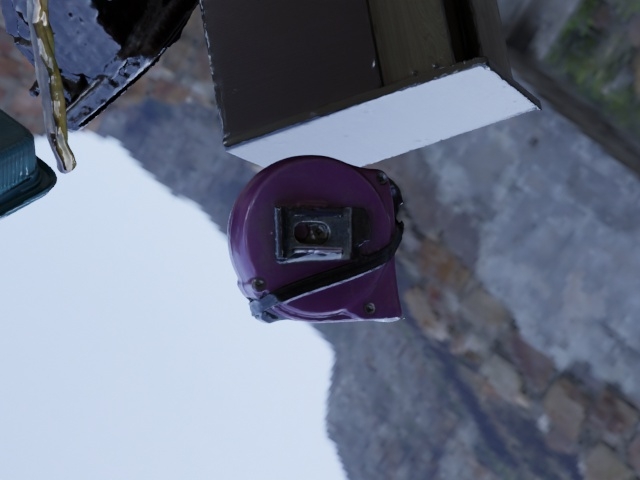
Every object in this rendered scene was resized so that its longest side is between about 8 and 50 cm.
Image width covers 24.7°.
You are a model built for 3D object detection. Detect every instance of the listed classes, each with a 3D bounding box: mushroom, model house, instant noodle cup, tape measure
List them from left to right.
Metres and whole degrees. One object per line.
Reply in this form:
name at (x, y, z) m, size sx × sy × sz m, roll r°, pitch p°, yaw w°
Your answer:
instant noodle cup at (-0.363, -0.081, 1.416) m, size 0.157 × 0.070 × 0.179 m, roll 36°, pitch -134°, yaw 19°
mushroom at (-0.149, -0.153, 0.747) m, size 0.026 × 0.286 × 0.028 m, roll 1°, pitch -146°, yaw 7°
model house at (-0.182, -0.218, 1.185) m, size 0.164 × 0.141 × 0.203 m, roll 47°, pitch -135°, yaw -22°
tape measure at (0.000, 0.000, 0.998) m, size 0.125 × 0.118 × 0.074 m, roll -4°, pitch 179°, yaw -17°

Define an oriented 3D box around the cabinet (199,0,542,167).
cabinet at (0.040, -0.165, 1.134) m, size 0.148 × 0.215 × 0.175 m, roll 19°, pitch -122°, yaw -62°
